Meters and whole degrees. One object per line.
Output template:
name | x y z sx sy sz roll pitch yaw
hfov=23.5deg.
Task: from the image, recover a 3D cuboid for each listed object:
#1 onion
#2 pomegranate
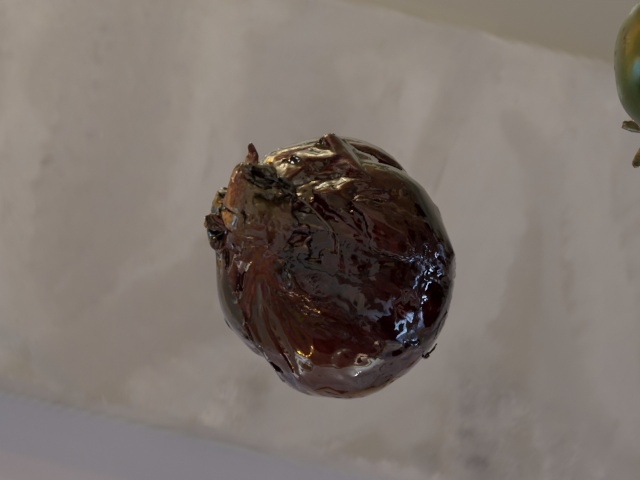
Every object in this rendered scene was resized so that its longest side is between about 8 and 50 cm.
onion | 0.015 0.009 1.452 0.281 0.221 0.281 37 -148 -28
pomegranate | 0.379 -0.157 1.558 0.181 0.224 0.181 1 -128 -1
